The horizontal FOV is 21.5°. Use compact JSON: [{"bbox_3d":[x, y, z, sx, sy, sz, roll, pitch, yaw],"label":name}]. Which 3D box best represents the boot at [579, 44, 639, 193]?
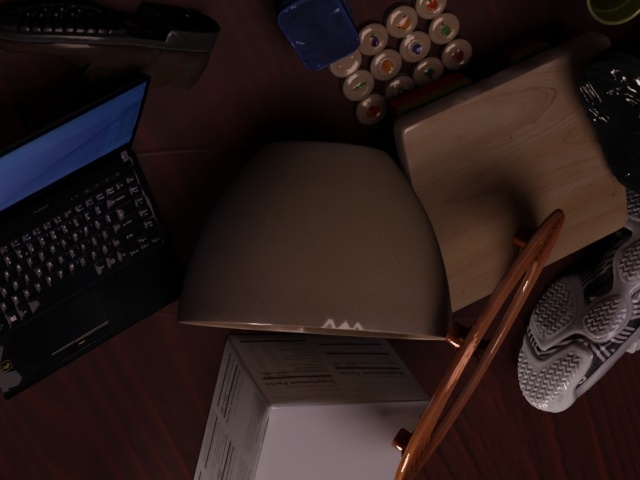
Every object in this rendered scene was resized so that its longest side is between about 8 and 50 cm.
[{"bbox_3d":[0.374,-0.188,1.802,0.207,0.094,0.246,-56,149,-17],"label":"boot"}]

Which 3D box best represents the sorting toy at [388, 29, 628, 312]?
[{"bbox_3d":[0.199,-0.085,1.858,0.257,0.089,0.255,-25,128,-16],"label":"sorting toy"}]

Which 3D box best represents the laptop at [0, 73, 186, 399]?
[{"bbox_3d":[-0.238,0.000,1.639,0.234,0.136,0.264,-31,113,-24],"label":"laptop"}]

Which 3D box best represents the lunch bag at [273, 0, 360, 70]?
[{"bbox_3d":[-0.008,-0.230,1.691,0.067,0.065,0.098,-24,130,9],"label":"lunch bag"}]

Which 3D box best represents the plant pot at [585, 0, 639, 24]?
[{"bbox_3d":[0.300,-0.283,1.796,0.083,0.079,0.083,-13,125,-19],"label":"plant pot"}]

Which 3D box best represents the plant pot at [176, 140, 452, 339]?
[{"bbox_3d":[0.000,0.000,1.739,0.284,0.284,0.191,7,84,-29],"label":"plant pot"}]

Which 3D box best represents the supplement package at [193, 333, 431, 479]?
[{"bbox_3d":[-0.017,0.254,1.938,0.204,0.145,0.262,1,120,-26],"label":"supplement package"}]

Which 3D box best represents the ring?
[{"bbox_3d":[0.159,0.109,1.766,0.336,0.032,0.336,-55,168,-18],"label":"ring"}]

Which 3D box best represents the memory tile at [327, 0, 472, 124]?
[{"bbox_3d":[0.085,-0.196,1.790,0.148,0.012,0.113,-33,128,-3],"label":"memory tile"}]

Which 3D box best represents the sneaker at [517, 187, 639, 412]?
[{"bbox_3d":[0.407,0.075,2.034,0.210,0.137,0.366,26,103,-32],"label":"sneaker"}]

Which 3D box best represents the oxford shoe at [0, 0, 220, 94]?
[{"bbox_3d":[-0.210,-0.176,1.617,0.227,0.083,0.096,5,121,-27],"label":"oxford shoe"}]

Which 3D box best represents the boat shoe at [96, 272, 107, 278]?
[{"bbox_3d":[-0.225,0.048,1.774,0.125,0.046,0.038,21,104,-43],"label":"boat shoe"}]
